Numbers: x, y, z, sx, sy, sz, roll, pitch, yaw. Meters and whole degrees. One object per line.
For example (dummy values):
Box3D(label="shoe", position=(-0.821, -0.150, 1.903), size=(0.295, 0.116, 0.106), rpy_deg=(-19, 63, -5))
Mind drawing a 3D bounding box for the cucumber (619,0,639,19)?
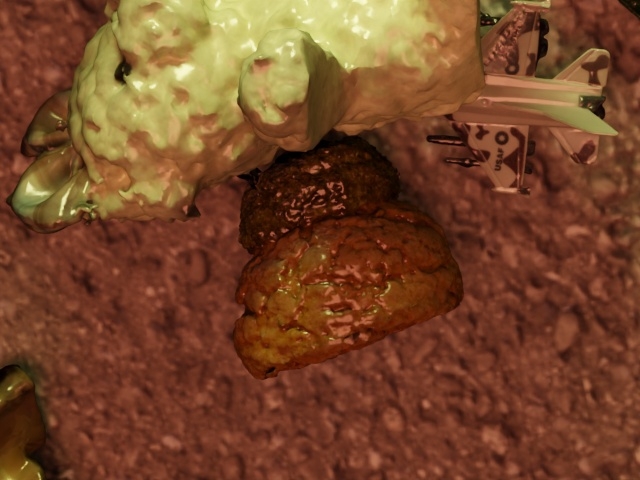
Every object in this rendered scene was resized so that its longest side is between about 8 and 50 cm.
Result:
Box3D(label="cucumber", position=(0.219, -0.225, 1.274), size=(0.265, 0.077, 0.077), rpy_deg=(41, 104, -7))

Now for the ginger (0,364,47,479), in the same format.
Box3D(label="ginger", position=(-0.312, 0.288, 1.332), size=(0.413, 0.211, 0.358), rpy_deg=(9, 104, -38))

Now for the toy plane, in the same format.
Box3D(label="toy plane", position=(0.117, -0.112, 1.321), size=(0.234, 0.082, 0.160), rpy_deg=(11, 117, 16))

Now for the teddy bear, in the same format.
Box3D(label="teddy bear", position=(-0.065, -0.179, 1.187), size=(0.362, 0.327, 0.375), rpy_deg=(-3, 136, 2))

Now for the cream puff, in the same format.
Box3D(label="cream puff", position=(0.000, 0.000, 1.317), size=(0.183, 0.183, 0.169), rpy_deg=(-20, 91, 9))
